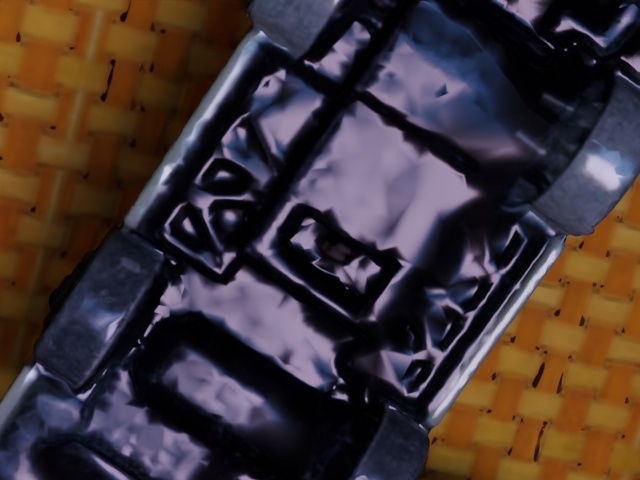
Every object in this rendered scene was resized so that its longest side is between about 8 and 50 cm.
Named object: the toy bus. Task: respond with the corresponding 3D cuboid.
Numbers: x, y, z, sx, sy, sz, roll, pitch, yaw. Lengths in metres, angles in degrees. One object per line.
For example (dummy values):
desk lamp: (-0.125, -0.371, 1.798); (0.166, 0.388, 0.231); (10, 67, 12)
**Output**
toy bus: (0.000, 0.000, 0.632); (0.133, 0.165, 0.276); (35, 98, -5)
